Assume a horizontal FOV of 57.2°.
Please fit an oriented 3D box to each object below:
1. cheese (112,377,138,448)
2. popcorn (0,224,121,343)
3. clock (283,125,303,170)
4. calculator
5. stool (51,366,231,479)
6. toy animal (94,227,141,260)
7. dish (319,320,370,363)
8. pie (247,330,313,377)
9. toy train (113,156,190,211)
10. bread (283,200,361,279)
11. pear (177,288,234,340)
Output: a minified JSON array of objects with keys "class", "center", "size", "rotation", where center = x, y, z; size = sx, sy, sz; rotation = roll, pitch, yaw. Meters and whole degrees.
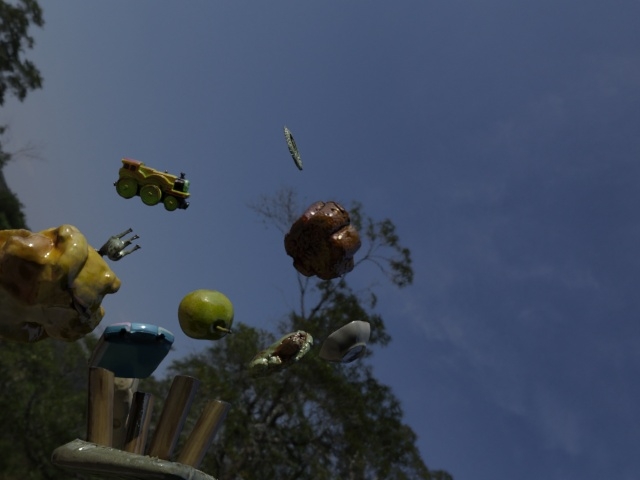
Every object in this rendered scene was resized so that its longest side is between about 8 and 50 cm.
[{"class":"cheese","center":[-0.572,0.447,1.664],"size":[0.159,0.093,0.263],"rotation":[-119,-142,-71]},{"class":"popcorn","center":[-0.608,0.083,1.283],"size":[0.297,0.316,0.281],"rotation":[-51,-157,21]},{"class":"clock","center":[-0.049,-0.164,1.035],"size":[0.074,0.010,0.083],"rotation":[46,25,-68]},{"class":"calculator","center":[-0.471,0.280,1.454],"size":[0.293,0.173,0.051],"rotation":[-47,-140,46]},{"class":"stool","center":[-0.390,0.439,1.340],"size":[0.310,0.310,0.226],"rotation":[67,28,-59]},{"class":"toy animal","center":[-0.754,0.030,2.159],"size":[0.073,0.176,0.217],"rotation":[57,-5,-26]},{"class":"dish","center":[0.091,0.336,1.852],"size":[0.066,0.190,0.191],"rotation":[55,-32,33]},{"class":"pie","center":[-0.148,0.423,2.166],"size":[0.105,0.274,0.257],"rotation":[57,6,7]},{"class":"toy train","center":[-0.643,-0.214,2.271],"size":[0.100,0.296,0.161],"rotation":[-120,-133,-82]},{"class":"bread","center":[0.011,0.006,1.727],"size":[0.232,0.135,0.246],"rotation":[52,-47,4]},{"class":"pear","center":[-0.349,0.245,1.832],"size":[0.216,0.180,0.166],"rotation":[36,-84,48]}]
